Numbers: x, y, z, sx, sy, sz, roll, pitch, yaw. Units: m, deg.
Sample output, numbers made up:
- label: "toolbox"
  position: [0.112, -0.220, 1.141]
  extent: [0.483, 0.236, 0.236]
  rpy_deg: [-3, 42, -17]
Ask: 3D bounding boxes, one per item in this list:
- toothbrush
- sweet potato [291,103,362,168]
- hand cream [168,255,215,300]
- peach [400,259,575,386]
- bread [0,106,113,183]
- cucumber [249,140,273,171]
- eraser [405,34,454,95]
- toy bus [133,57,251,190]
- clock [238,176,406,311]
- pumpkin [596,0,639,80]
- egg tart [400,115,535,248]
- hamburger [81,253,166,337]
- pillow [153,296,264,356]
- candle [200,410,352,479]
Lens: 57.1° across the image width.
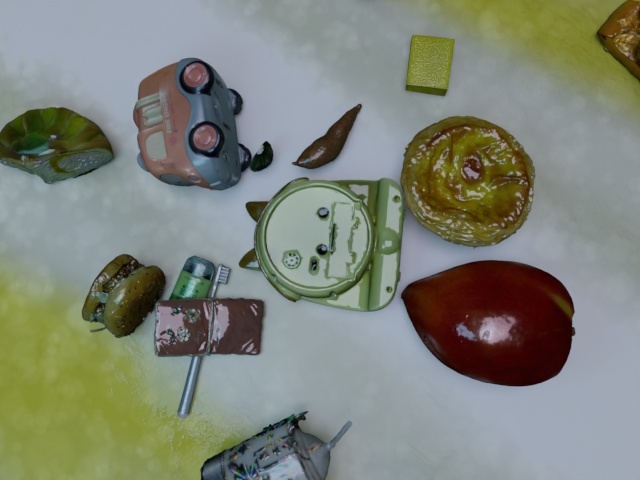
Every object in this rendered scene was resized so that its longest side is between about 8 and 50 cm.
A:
- label: "toothbrush"
  position: [-0.257, 0.218, 1.290]
  extent: [0.030, 0.025, 0.342]
  rpy_deg: [16, 83, -1]
- label: "sweet potato"
  position: [0.030, -0.221, 1.315]
  extent: [0.068, 0.068, 0.226]
  rpy_deg: [43, 73, 6]
- label: "hand cream"
  position: [-0.289, 0.122, 1.291]
  extent: [0.095, 0.046, 0.175]
  rpy_deg: [21, 86, 0]
- label: "peach"
  position: [0.344, 0.155, 1.184]
  extent: [0.361, 0.201, 0.258]
  rpy_deg: [17, 85, 5]
- label: "bread"
  position: [-0.606, -0.221, 1.293]
  extent: [0.260, 0.158, 0.156]
  rpy_deg: [-20, 79, -2]
- label: "cucumber"
  position: [-0.125, -0.182, 1.291]
  extent: [0.035, 0.107, 0.067]
  rpy_deg: [37, 84, -2]
- label: "eraser"
  position: [0.247, -0.397, 1.334]
  extent: [0.097, 0.045, 0.122]
  rpy_deg: [7, 85, 4]
- label: "toy bus"
  position: [-0.292, -0.241, 1.269]
  extent: [0.232, 0.194, 0.288]
  rpy_deg: [-10, 83, 9]
- label: "clock"
  position: [0.000, 0.000, 1.258]
  extent: [0.348, 0.117, 0.286]
  rpy_deg: [5, 83, 3]
- label: "pumpkin"
  position: [0.749, -0.421, 1.243]
  extent: [0.139, 0.190, 0.280]
  rpy_deg: [-44, 83, -2]
- label: "egg tart"
  position: [0.310, -0.122, 1.260]
  extent: [0.295, 0.116, 0.295]
  rpy_deg: [0, 81, 2]
- label: "hamburger"
  position: [-0.413, 0.126, 1.239]
  extent: [0.113, 0.177, 0.185]
  rpy_deg: [31, 58, -1]
- label: "pillow"
  position: [-0.237, 0.185, 1.260]
  extent: [0.232, 0.043, 0.126]
  rpy_deg: [1, 86, -15]
- label: "candle"
  position: [-0.072, 0.459, 1.172]
  extent: [0.330, 0.187, 0.187]
  rpy_deg: [-27, 83, -2]
